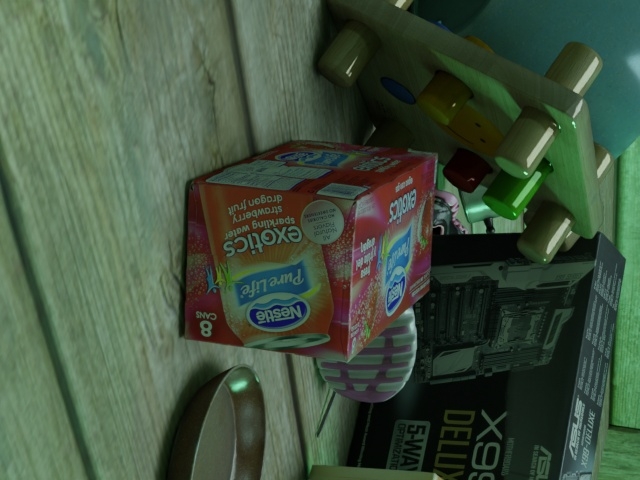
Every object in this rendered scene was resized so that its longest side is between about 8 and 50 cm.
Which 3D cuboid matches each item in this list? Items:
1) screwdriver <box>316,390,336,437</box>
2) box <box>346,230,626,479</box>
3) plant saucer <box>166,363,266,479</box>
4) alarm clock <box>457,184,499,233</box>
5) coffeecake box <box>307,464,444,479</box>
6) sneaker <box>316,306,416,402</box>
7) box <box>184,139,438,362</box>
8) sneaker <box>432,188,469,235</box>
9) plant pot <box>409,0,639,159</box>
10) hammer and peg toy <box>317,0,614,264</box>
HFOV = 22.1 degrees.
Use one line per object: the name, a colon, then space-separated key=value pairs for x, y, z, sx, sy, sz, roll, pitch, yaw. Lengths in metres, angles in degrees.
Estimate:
screwdriver: x=0.024 y=0.123 z=1.605 sx=0.170 sy=0.024 sz=0.025 roll=-67 pitch=-173 yaw=-28
box: x=0.168 y=0.144 z=1.683 sx=0.076 sy=0.242 sz=0.307 roll=39 pitch=58 yaw=-49
plant saucer: x=-0.081 y=0.175 z=1.237 sx=0.168 sy=0.029 sz=0.168 roll=7 pitch=90 yaw=-75
alarm clock: x=0.189 y=-0.069 z=1.921 sx=0.129 sy=0.064 sz=0.192 roll=31 pitch=50 yaw=-79
coffeecake box: x=0.089 y=0.278 z=1.552 sx=0.185 sy=0.142 sz=0.068 roll=39 pitch=59 yaw=-44
sneaker: x=0.047 y=0.036 z=1.520 sx=0.104 sy=0.095 sz=0.236 roll=-68 pitch=159 yaw=-63
box: x=0.000 y=0.000 z=1.260 sx=0.257 sy=0.128 sz=0.122 roll=-32 pitch=128 yaw=-70
sneaker: x=0.139 y=-0.008 z=1.909 sx=0.057 sy=0.047 sz=0.119 roll=-64 pitch=151 yaw=-26
plant pot: x=0.207 y=-0.222 z=1.710 sx=0.195 sy=0.290 sz=0.290 roll=28 pitch=65 yaw=-35
hammer and peg toy: x=0.139 y=-0.092 z=1.523 sx=0.127 sy=0.266 sz=0.361 roll=-55 pitch=157 yaw=-13
